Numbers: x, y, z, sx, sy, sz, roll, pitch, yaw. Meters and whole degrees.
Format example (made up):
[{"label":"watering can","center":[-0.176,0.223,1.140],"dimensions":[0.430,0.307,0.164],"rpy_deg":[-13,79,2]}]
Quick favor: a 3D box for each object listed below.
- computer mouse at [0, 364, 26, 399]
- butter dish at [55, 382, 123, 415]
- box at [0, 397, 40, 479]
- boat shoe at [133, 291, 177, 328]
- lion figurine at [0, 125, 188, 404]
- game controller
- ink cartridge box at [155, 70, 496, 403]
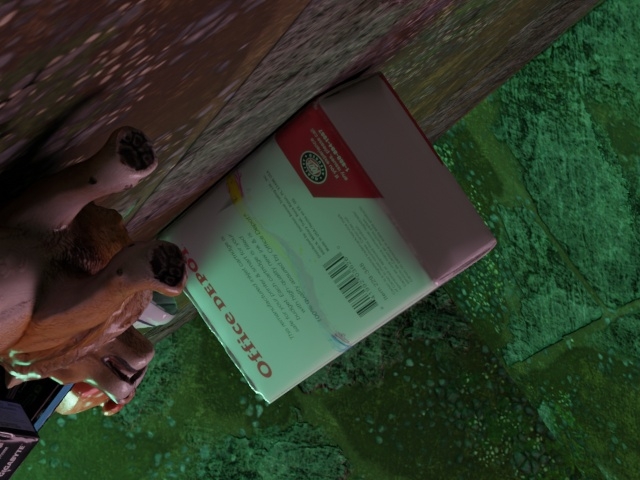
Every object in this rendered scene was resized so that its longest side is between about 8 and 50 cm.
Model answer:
[{"label":"computer mouse","center":[-0.344,0.139,1.858],"dimensions":[0.184,0.060,0.262],"rpy_deg":[-56,-171,-19]},{"label":"butter dish","center":[-0.303,0.179,2.346],"dimensions":[0.160,0.118,0.160],"rpy_deg":[-34,177,-30]},{"label":"box","center":[-0.371,0.221,1.516],"dimensions":[0.175,0.051,0.220],"rpy_deg":[16,118,-50]},{"label":"boat shoe","center":[-0.216,0.055,1.829],"dimensions":[0.076,0.083,0.226],"rpy_deg":[-26,167,8]},{"label":"lion figurine","center":[-0.227,0.048,1.031],"dimensions":[0.392,0.142,0.240],"rpy_deg":[-12,168,-47]},{"label":"game controller","center":[-0.313,0.183,1.951],"dimensions":[0.319,0.067,0.166],"rpy_deg":[-53,-172,-6]},{"label":"ink cartridge box","center":[0.000,0.000,1.861],"dimensions":[0.131,0.226,0.306],"rpy_deg":[-32,176,-46]}]
